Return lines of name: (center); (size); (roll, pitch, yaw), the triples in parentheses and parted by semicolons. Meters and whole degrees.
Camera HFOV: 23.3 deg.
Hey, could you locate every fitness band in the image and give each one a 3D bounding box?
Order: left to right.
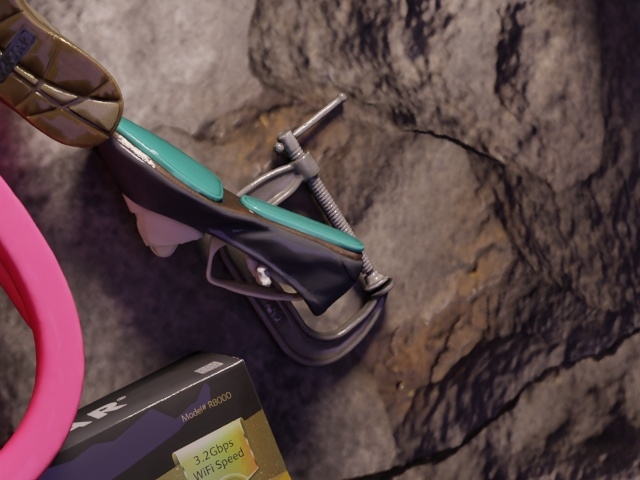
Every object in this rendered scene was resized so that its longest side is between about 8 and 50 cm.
fitness band: (-0.261, 0.033, 0.883); (0.209, 0.054, 0.291); (-36, 90, -27)

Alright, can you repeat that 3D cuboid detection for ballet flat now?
ballet flat: (-0.070, -0.010, 1.004); (0.203, 0.074, 0.074); (27, 79, -11)

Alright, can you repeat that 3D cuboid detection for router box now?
router box: (-0.147, 0.243, 0.970); (0.308, 0.081, 0.243); (-26, 102, -23)

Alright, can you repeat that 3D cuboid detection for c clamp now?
c clamp: (0.000, 0.000, 1.070); (0.137, 0.022, 0.161); (-32, 104, -22)

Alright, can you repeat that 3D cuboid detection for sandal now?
sandal: (-0.196, -0.126, 0.953); (0.180, 0.049, 0.072); (43, 89, -11)
